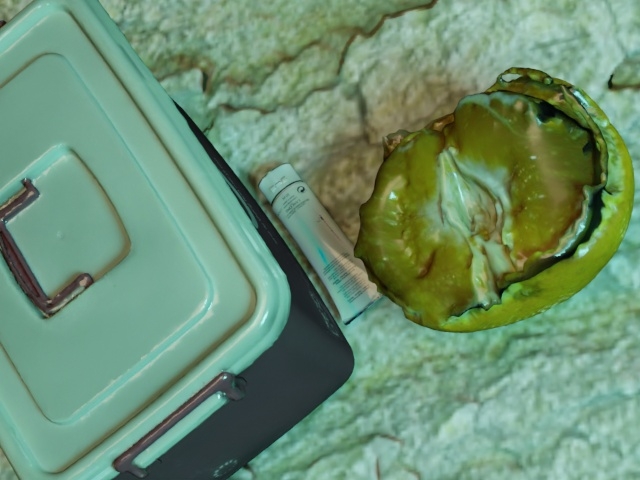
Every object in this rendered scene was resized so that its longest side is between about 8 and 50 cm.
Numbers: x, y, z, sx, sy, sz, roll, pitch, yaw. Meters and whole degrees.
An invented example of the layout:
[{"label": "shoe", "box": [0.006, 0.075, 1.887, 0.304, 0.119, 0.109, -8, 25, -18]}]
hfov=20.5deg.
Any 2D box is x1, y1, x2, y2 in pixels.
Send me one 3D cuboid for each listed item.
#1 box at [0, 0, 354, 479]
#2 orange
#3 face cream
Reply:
[{"label": "box", "box": [-0.123, 0.017, 1.072, 0.193, 0.167, 0.294, -38, 62, 7]}, {"label": "orange", "box": [0.106, -0.018, 1.015, 0.170, 0.112, 0.160, 34, 101, 52]}, {"label": "face cream", "box": [0.000, 0.000, 1.106, 0.038, 0.020, 0.115, -40, 63, 7]}]
